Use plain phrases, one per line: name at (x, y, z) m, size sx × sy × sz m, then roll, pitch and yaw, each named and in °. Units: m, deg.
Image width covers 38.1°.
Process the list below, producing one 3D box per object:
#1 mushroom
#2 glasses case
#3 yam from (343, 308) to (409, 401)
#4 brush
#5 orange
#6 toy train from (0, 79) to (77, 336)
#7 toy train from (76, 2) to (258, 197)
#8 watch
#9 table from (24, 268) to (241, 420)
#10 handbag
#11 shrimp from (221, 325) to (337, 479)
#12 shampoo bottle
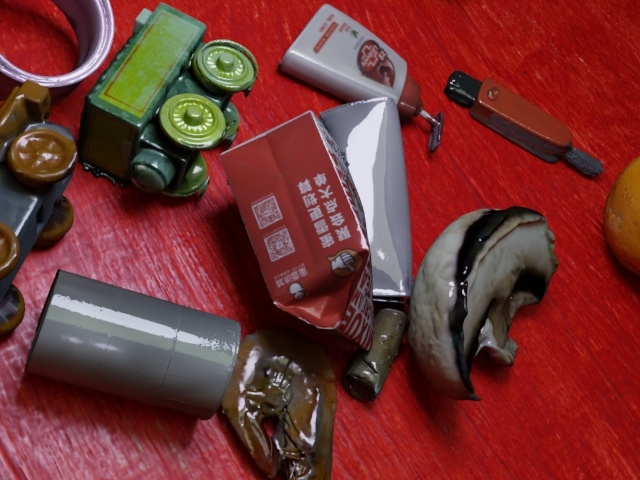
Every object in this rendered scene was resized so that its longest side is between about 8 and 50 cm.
mushroom at (0.223, 0.082, 1.319) m, size 0.344 × 0.130 × 0.247 m, roll -50°, pitch 135°, yaw -38°
glasses case at (0.065, -0.052, 1.350) m, size 0.128 × 0.083 × 0.308 m, roll -1°, pitch 75°, yaw -6°
yam at (0.077, 0.153, 1.262) m, size 0.054 × 0.054 × 0.132 m, roll 35°, pitch 52°, yaw -5°
brush at (0.362, -0.203, 1.617) m, size 0.323 × 0.051 × 0.070 m, roll 29°, pitch 51°, yaw -9°
orange at (0.590, -0.035, 1.514) m, size 0.246 × 0.246 × 0.246 m, roll 13°, pitch 57°, yaw -20°
toy train at (-0.423, -0.023, 1.049) m, size 0.232 × 0.163 × 0.369 m, roll 22°, pitch 54°, yaw -4°
toy train at (-0.204, -0.185, 1.255) m, size 0.188 × 0.159 × 0.271 m, roll 27°, pitch 54°, yaw -3°
watch at (-0.381, -0.304, 1.236) m, size 0.217 × 0.211 × 0.248 m, roll 51°, pitch 59°, yaw -15°
table at (-0.217, 0.123, 1.082) m, size 0.220 × 0.126 × 0.126 m, roll 19°, pitch 55°, yaw -17°
handbag at (0.000, 0.000, 1.215) m, size 0.151 × 0.171 × 0.298 m, roll -26°, pitch 71°, yaw 8°
shrimp at (-0.051, 0.234, 1.143) m, size 0.152 × 0.063 × 0.287 m, roll 11°, pitch 55°, yaw -19°
shampoo bottle at (0.085, -0.256, 1.494) m, size 0.284 × 0.071 × 0.153 m, roll 32°, pitch 54°, yaw -5°
